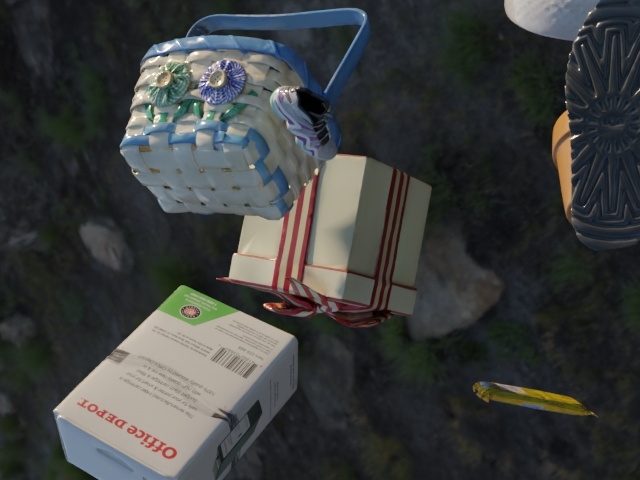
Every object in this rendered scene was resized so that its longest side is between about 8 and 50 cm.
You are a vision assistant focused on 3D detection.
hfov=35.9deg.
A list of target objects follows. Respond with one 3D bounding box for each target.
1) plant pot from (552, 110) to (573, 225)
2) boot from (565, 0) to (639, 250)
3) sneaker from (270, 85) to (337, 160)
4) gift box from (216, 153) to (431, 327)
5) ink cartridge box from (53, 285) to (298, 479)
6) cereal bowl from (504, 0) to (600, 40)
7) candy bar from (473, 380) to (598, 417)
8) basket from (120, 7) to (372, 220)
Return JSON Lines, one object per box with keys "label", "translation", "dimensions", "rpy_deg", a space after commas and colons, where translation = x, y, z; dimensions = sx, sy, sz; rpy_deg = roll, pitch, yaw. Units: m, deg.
{"label": "plant pot", "translation": [0.621, -0.133, 2.054], "dimensions": [0.291, 0.203, 0.291], "rpy_deg": [11, 153, 5]}
{"label": "boot", "translation": [0.499, -0.182, 1.509], "dimensions": [0.146, 0.445, 0.366], "rpy_deg": [13, 102, 29]}
{"label": "sneaker", "translation": [-0.003, -0.120, 1.017], "dimensions": [0.098, 0.038, 0.069], "rpy_deg": [44, 157, -27]}
{"label": "gift box", "translation": [0.000, 0.000, 1.595], "dimensions": [0.255, 0.276, 0.258], "rpy_deg": [7, 85, 40]}
{"label": "ink cartridge box", "translation": [-0.195, 0.223, 1.386], "dimensions": [0.211, 0.289, 0.121], "rpy_deg": [24, 136, 22]}
{"label": "cereal bowl", "translation": [0.474, -0.453, 1.633], "dimensions": [0.339, 0.339, 0.141], "rpy_deg": [34, 140, 45]}
{"label": "candy bar", "translation": [0.255, 0.189, 1.177], "dimensions": [0.040, 0.162, 0.018], "rpy_deg": [-140, 64, -68]}
{"label": "basket", "translation": [-0.088, -0.174, 1.193], "dimensions": [0.255, 0.289, 0.201], "rpy_deg": [1, 139, 27]}
